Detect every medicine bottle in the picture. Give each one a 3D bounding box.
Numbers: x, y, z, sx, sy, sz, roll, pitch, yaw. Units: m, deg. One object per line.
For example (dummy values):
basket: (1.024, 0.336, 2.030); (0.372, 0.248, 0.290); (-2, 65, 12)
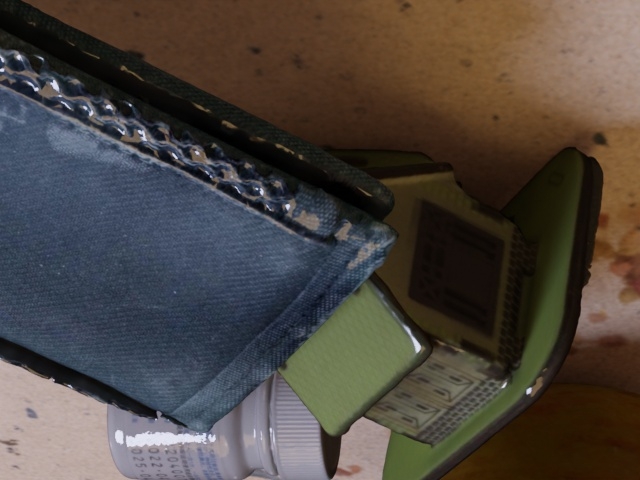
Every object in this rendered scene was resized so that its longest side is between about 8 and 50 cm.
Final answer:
medicine bottle: (-0.073, 0.135, 1.212); (0.168, 0.105, 0.105); (-1, 142, 10)

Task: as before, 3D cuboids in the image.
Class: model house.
model house: (0.000, 0.000, 0.968); (0.278, 0.205, 0.218); (28, 137, -14)

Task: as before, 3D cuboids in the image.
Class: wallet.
wallet: (-0.158, -0.022, 0.853); (0.342, 0.075, 0.237); (25, 133, -19)

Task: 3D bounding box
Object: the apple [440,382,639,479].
apple: (0.161, 0.294, 1.161); (0.333, 0.400, 0.400); (32, 137, -15)
